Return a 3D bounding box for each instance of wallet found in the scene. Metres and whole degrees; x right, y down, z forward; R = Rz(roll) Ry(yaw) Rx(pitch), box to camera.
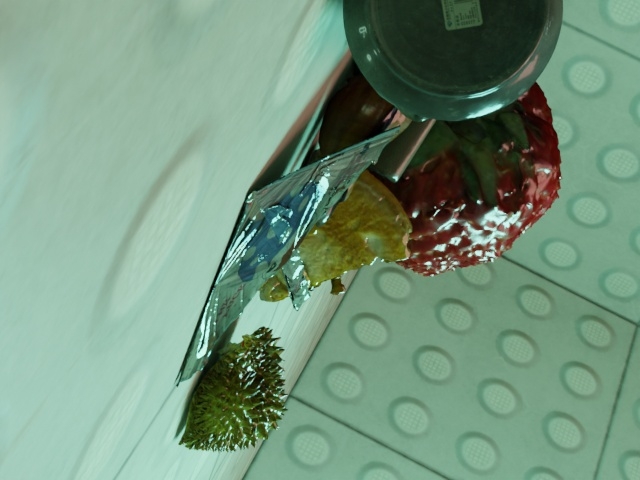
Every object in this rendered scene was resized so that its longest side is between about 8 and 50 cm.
[{"bbox_3d":[0.080,-0.149,1.215,0.038,0.118,0.153,28,92,-49],"label":"wallet"}]

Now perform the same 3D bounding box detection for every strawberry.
[{"bbox_3d":[0.171,-0.095,1.400,0.351,0.267,0.312,69,35,-61],"label":"strawberry"}]

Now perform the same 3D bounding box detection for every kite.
[{"bbox_3d":[-0.030,0.009,1.070,0.335,0.011,0.314,-48,162,-9],"label":"kite"}]

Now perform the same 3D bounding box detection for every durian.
[{"bbox_3d":[-0.081,0.161,1.250,0.146,0.102,0.208,-52,166,-37],"label":"durian"}]

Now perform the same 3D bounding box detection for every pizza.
[{"bbox_3d":[-0.001,-0.001,1.229,0.194,0.154,0.069,-42,-157,22],"label":"pizza"}]

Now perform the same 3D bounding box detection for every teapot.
[{"bbox_3d":[0.100,-0.198,0.948,0.225,0.171,0.203,-118,-155,-87],"label":"teapot"}]

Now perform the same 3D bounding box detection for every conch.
[{"bbox_3d":[0.053,-0.127,1.137,0.086,0.080,0.233,51,55,-45],"label":"conch"}]
